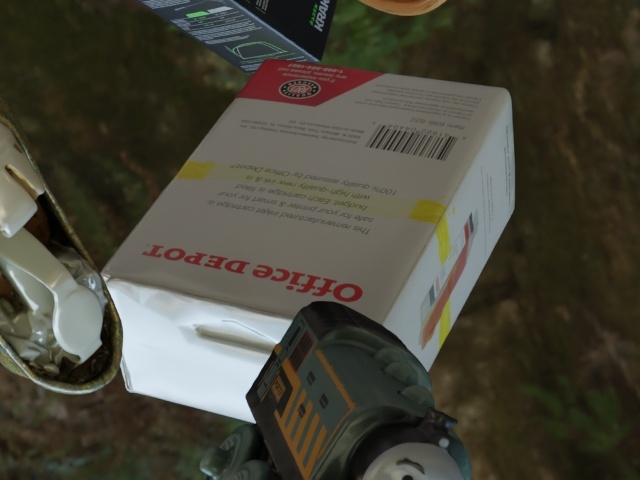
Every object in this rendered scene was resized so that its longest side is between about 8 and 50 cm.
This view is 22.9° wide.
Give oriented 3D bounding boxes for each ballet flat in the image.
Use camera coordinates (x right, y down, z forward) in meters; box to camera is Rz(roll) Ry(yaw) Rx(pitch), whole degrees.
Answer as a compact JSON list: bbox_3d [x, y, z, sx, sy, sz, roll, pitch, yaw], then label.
[{"bbox_3d":[-0.233,-0.009,1.152,0.123,0.123,0.348,-21,133,1],"label":"ballet flat"}]

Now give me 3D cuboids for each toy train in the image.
[{"bbox_3d":[0.011,0.164,1.125,0.190,0.142,0.334,-60,-166,6],"label":"toy train"}]

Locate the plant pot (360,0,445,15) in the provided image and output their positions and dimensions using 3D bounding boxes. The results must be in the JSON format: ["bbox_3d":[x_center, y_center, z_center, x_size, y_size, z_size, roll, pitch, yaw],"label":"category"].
[{"bbox_3d":[0.074,-0.334,1.106,0.203,0.291,0.291,-36,177,-19],"label":"plant pot"}]

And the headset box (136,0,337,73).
[{"bbox_3d":[-0.108,-0.372,1.870,0.131,0.246,0.283,-4,155,42],"label":"headset box"}]

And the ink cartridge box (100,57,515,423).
[{"bbox_3d":[0.000,0.000,1.547,0.279,0.160,0.384,11,-138,21],"label":"ink cartridge box"}]
